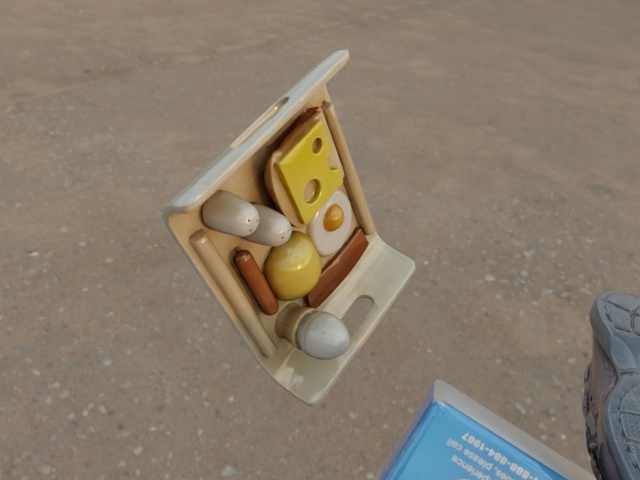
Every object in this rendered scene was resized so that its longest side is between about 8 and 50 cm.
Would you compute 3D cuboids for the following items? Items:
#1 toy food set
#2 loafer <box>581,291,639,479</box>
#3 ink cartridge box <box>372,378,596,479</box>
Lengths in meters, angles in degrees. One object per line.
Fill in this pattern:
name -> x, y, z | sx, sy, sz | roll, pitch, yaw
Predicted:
toy food set -> 0.000, 0.000, 0.632 | 0.092, 0.306, 0.220 | 20, 58, 36
loafer -> 0.271, 0.152, 0.527 | 0.109, 0.095, 0.302 | 13, 28, 11
ink cartridge box -> 0.120, 0.369, 0.556 | 0.285, 0.395, 0.166 | 32, 1, 11
